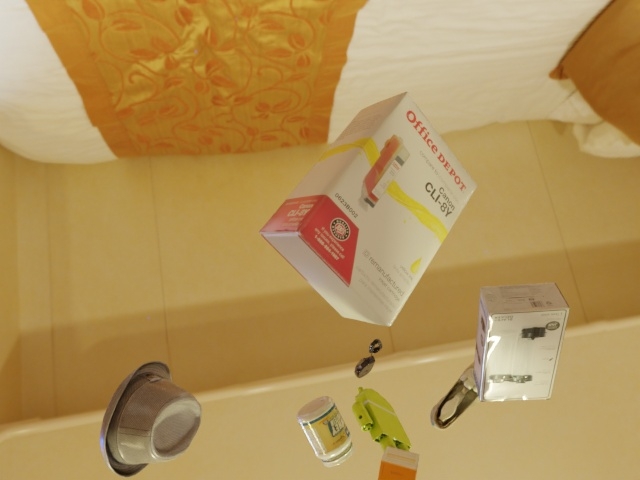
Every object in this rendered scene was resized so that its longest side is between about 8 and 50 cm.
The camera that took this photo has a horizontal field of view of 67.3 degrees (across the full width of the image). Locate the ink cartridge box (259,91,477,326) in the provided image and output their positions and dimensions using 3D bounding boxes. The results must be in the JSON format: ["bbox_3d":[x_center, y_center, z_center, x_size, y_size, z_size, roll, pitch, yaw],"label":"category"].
[{"bbox_3d":[0.112,-0.066,0.984,0.279,0.384,0.160,46,157,-23],"label":"ink cartridge box"}]

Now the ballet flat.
[{"bbox_3d":[0.382,0.404,1.272,0.248,0.086,0.086,-51,161,1],"label":"ballet flat"}]

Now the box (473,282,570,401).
[{"bbox_3d":[0.446,0.239,1.097,0.169,0.087,0.290,-5,123,7],"label":"box"}]

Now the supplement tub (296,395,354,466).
[{"bbox_3d":[0.020,0.667,1.687,0.144,0.199,0.144,-28,-179,0],"label":"supplement tub"}]

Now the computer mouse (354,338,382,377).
[{"bbox_3d":[0.151,0.379,1.566,0.071,0.041,0.242,-21,146,-27],"label":"computer mouse"}]

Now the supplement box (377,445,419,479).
[{"bbox_3d":[0.137,0.395,0.836,0.062,0.036,0.098,8,174,16],"label":"supplement box"}]

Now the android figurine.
[{"bbox_3d":[0.197,0.584,1.547,0.056,0.273,0.248,-45,127,10],"label":"android figurine"}]

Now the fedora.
[{"bbox_3d":[-0.348,0.395,1.057,0.124,0.243,0.275,4,165,15],"label":"fedora"}]
